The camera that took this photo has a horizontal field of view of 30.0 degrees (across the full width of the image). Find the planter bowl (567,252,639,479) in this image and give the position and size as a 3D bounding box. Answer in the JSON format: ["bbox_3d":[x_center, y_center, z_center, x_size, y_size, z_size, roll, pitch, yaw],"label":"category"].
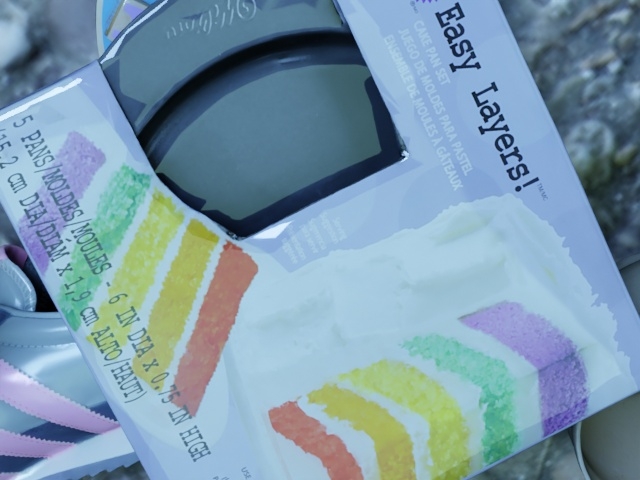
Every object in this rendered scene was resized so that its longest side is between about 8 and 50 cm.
[{"bbox_3d":[0.210,0.072,0.703,0.162,0.109,0.162,-4,117,-9],"label":"planter bowl"}]

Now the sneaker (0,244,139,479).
[{"bbox_3d":[-0.183,0.075,0.653,0.319,0.112,0.131,-22,102,-2],"label":"sneaker"}]

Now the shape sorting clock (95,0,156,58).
[{"bbox_3d":[-0.011,-0.111,0.610,0.206,0.040,0.206,-4,117,-8],"label":"shape sorting clock"}]

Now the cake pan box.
[{"bbox_3d":[0.000,0.000,0.569,0.245,0.070,0.267,-26,100,-4],"label":"cake pan box"}]
